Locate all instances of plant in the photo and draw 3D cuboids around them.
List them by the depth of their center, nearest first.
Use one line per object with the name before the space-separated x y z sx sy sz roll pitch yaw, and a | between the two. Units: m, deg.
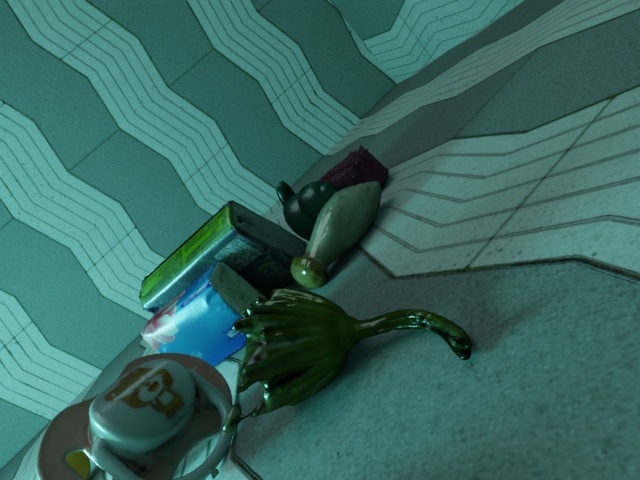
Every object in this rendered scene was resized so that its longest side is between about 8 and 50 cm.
plant | 0.042 0.161 0.662 0.334 0.180 0.251 -3 19 16

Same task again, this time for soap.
soap | 0.087 -0.186 1.456 0.220 0.127 0.325 -47 13 -19

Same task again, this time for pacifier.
pacifier | -0.308 0.331 0.793 0.273 0.220 0.332 -33 3 36

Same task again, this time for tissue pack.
tissue pack | -0.278 0.207 1.138 0.270 0.209 0.137 -37 24 21
tissue pack | -0.261 0.093 1.249 0.394 0.288 0.124 -38 45 25

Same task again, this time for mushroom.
mushroom | 0.048 -0.032 1.113 0.350 0.128 0.128 -54 17 -24

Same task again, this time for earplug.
earplug | -0.031 -0.101 1.352 0.280 0.164 0.257 -42 33 46

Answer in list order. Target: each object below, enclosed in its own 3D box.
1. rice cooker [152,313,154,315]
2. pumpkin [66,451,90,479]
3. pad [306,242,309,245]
rice cooker | -0.495 0.209 1.686 0.227 0.241 0.280 -35 51 48
pumpkin | -0.693 0.672 1.148 0.163 0.111 0.278 -54 8 28
pad | 0.000 0.000 1.390 0.113 0.006 0.188 -43 13 -2
